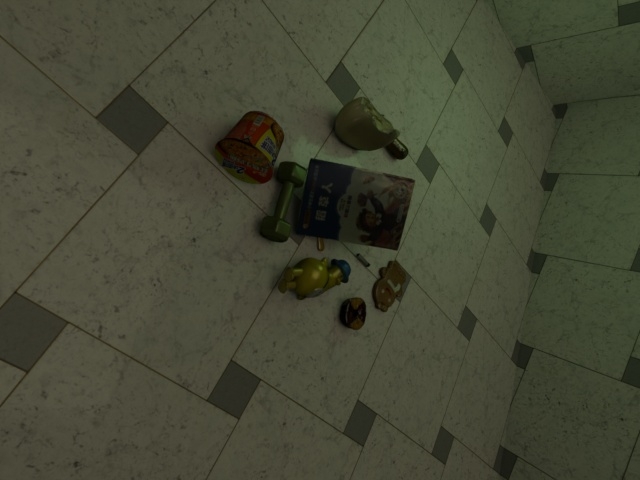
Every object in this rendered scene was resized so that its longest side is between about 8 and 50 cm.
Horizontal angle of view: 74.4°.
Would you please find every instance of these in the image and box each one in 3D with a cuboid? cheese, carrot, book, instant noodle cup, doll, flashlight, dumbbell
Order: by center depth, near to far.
[{"bbox_3d":[-0.228,-0.326,1.445,0.213,0.213,0.174,42,54,-30],"label":"instant noodle cup"},{"bbox_3d":[-0.137,-0.143,1.563,0.108,0.122,0.301,46,55,-62],"label":"dumbbell"},{"bbox_3d":[-0.015,0.147,1.646,0.363,0.145,0.199,2,126,-49],"label":"doll"},{"bbox_3d":[0.137,-0.135,1.654,0.429,0.039,0.299,9,103,-10],"label":"book"},{"bbox_3d":[0.198,-0.488,1.792,0.266,0.233,0.127,23,62,-40],"label":"cheese"},{"bbox_3d":[0.191,0.089,1.882,0.083,0.018,0.018,44,60,-30],"label":"flashlight"},{"bbox_3d":[0.307,-0.496,1.990,0.298,0.078,0.078,42,62,-24],"label":"carrot"}]

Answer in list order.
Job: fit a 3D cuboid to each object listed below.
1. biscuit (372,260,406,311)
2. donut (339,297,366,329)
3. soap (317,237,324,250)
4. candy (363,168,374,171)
[{"bbox_3d":[0.321,0.214,1.975,0.248,0.035,0.184,-50,117,-30],"label":"biscuit"},{"bbox_3d":[0.137,0.309,1.798,0.141,0.059,0.140,4,84,-40],"label":"donut"},{"bbox_3d":[0.000,0.000,1.730,0.034,0.012,0.089,-5,90,-40],"label":"soap"},{"bbox_3d":[0.159,-0.174,1.719,0.256,0.094,0.255,-2,104,-6],"label":"candy"}]
